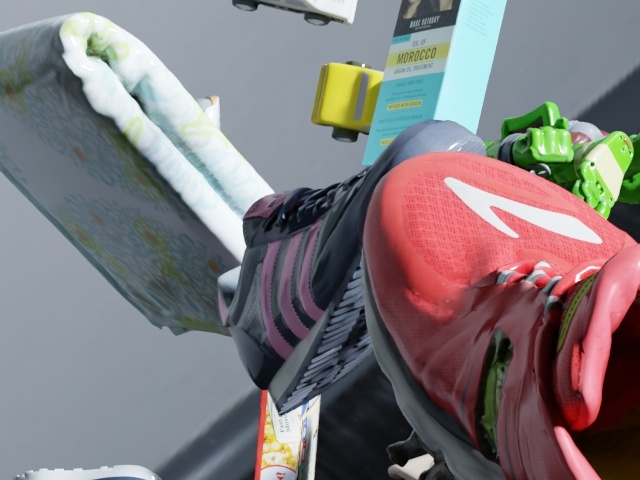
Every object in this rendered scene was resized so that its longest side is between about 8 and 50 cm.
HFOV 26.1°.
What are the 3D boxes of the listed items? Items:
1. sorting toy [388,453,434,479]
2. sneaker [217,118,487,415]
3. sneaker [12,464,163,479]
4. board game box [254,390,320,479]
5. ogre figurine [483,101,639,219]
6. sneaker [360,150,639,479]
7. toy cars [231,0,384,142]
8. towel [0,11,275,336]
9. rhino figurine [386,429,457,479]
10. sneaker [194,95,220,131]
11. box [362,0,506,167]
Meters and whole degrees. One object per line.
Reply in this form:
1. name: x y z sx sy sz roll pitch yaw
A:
1. sorting toy: 0.199 0.235 1.361 0.193 0.208 0.038 -12 103 -31
2. sneaker: 0.000 0.000 0.958 0.112 0.131 0.319 -24 159 -37
3. sneaker: -0.272 0.305 1.485 0.090 0.235 0.094 49 39 -37
4. board game box: -0.032 0.203 1.445 0.147 0.045 0.193 -20 115 -81
5. ogre figurine: 0.173 -0.048 0.945 0.197 0.118 0.096 -22 102 -40
6. sneaker: 0.090 0.038 0.406 0.107 0.279 0.118 -24 131 -10
7. toy cars: 0.023 -0.253 1.735 0.176 0.087 0.393 -38 89 -6
8. towel: -0.163 -0.049 1.269 0.374 0.321 0.090 49 65 -24
9. rhino figurine: 0.118 0.183 1.282 0.073 0.243 0.106 34 118 -16
10. sneaker: -0.173 -0.120 1.620 0.083 0.215 0.084 5 81 -24
11. box: 0.121 -0.184 1.415 0.060 0.101 0.244 22 75 -36
